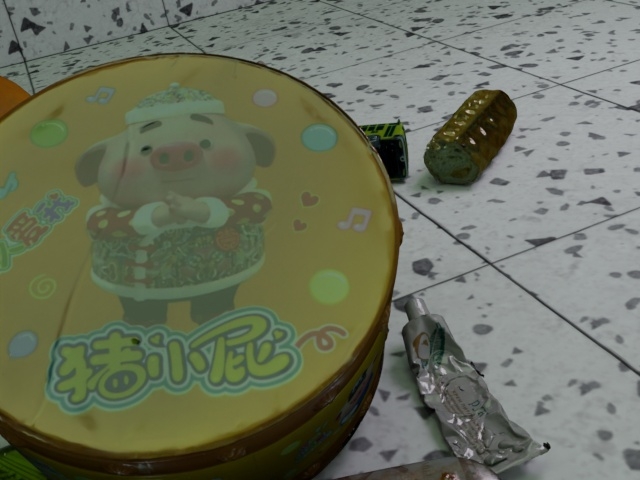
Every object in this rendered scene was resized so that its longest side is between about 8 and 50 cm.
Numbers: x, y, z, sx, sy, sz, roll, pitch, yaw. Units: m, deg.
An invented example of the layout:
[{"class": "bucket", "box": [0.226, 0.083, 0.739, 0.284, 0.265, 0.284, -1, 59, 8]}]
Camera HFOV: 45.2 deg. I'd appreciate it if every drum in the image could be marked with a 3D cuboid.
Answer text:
[{"class": "drum", "box": [-0.136, 0.040, 0.735, 0.430, 0.214, 0.431, 1, 58, -1]}]

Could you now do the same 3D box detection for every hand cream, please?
[{"class": "hand cream", "box": [0.139, 0.148, 0.801, 0.084, 0.050, 0.257, -17, 35, -8]}]

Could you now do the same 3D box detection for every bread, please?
[{"class": "bread", "box": [0.265, -0.186, 1.321, 0.098, 0.087, 0.269, 6, 33, 29]}]

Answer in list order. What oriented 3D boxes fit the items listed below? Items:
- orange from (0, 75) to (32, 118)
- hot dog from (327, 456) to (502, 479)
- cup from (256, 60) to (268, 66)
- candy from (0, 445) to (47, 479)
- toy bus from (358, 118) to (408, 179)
[{"class": "orange", "box": [-0.565, -0.122, 1.259, 0.311, 0.312, 0.312, -8, 29, 4]}, {"class": "hot dog", "box": [0.032, 0.252, 0.620, 0.267, 0.075, 0.144, -6, 33, 0]}, {"class": "cup", "box": [-0.139, -0.086, 1.121, 0.273, 0.208, 0.288, -25, 65, 11]}, {"class": "candy", "box": [-0.330, 0.275, 0.693, 0.149, 0.069, 0.246, 14, 36, 29]}, {"class": "toy bus", "box": [0.067, -0.151, 1.322, 0.174, 0.088, 0.101, -2, 28, 17]}]
